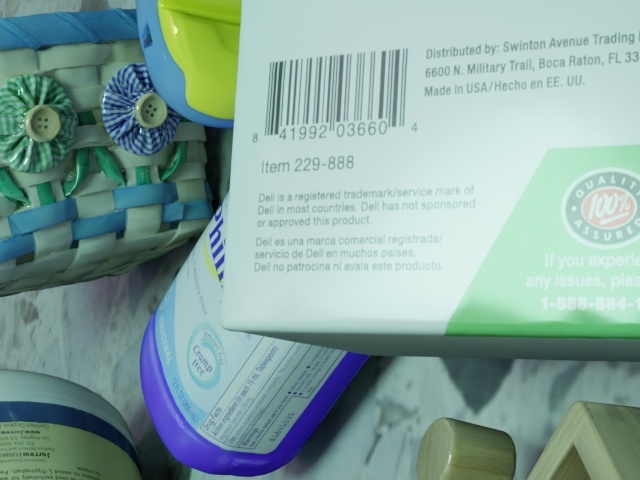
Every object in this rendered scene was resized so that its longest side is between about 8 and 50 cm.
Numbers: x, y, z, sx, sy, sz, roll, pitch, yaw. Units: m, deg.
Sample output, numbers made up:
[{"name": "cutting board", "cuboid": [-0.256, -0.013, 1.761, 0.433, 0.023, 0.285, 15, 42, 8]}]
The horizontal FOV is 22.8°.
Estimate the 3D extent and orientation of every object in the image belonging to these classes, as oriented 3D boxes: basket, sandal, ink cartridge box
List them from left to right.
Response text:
[{"name": "basket", "cuboid": [-0.195, -0.114, 1.014, 0.201, 0.255, 0.289, -30, 77, 53]}, {"name": "sandal", "cuboid": [-0.043, -0.181, 0.887, 0.138, 0.126, 0.317, -49, 26, 47]}, {"name": "ink cartridge box", "cuboid": [0.085, -0.101, 0.619, 0.211, 0.121, 0.289, 0, 81, 32]}]

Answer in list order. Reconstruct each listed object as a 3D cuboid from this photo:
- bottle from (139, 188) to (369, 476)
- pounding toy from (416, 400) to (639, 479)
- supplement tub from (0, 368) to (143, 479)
[{"name": "bottle", "cuboid": [0.000, 0.000, 0.817, 0.283, 0.092, 0.118, -56, 39, 35]}, {"name": "pounding toy", "cuboid": [0.109, 0.148, 0.625, 0.206, 0.094, 0.181, -109, 36, -50]}, {"name": "supplement tub", "cuboid": [-0.194, 0.261, 0.938, 0.228, 0.228, 0.316, -52, 42, 38]}]
